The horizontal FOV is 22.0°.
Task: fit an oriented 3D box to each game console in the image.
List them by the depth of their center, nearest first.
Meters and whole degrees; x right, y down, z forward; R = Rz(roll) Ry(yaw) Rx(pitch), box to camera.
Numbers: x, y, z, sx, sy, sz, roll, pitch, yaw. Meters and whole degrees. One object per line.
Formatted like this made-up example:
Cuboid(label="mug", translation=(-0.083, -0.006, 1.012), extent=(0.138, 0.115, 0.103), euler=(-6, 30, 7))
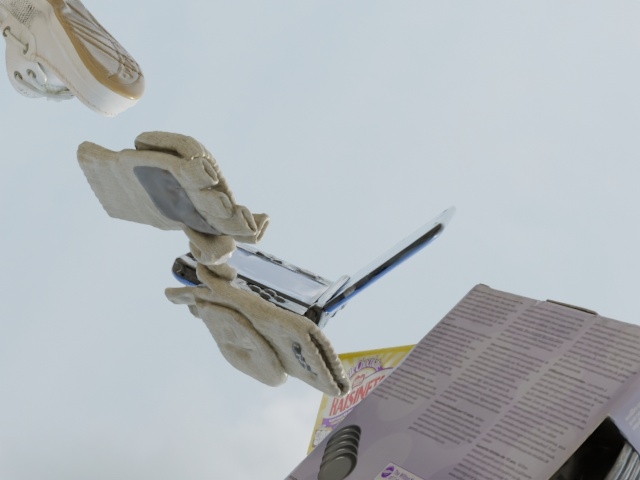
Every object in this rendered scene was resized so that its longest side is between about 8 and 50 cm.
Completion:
Cuboid(label="game console", translation=(0.000, 0.000, 1.847), extent=(0.250, 0.173, 0.293), euler=(24, -173, 5))

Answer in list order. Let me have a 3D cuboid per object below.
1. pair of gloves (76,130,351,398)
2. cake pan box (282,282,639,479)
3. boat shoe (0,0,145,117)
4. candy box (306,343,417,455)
Cuboid(label="pair of gloves", translation=(-0.081, 0.013, 1.280), extent=(0.042, 0.240, 0.204), euler=(-42, -157, -24))
Cuboid(label="cake pan box", translation=(0.106, 0.147, 1.103), extent=(0.246, 0.070, 0.267), euler=(-47, -157, -14))
Cuboid(label="boat shoe", translation=(-0.248, -0.171, 1.546), extent=(0.096, 0.098, 0.277), euler=(-51, -143, 8))
Cuboid(label="candy box", translation=(0.051, 0.148, 1.484), extent=(0.206, 0.027, 0.105), euler=(-17, -128, 64))
